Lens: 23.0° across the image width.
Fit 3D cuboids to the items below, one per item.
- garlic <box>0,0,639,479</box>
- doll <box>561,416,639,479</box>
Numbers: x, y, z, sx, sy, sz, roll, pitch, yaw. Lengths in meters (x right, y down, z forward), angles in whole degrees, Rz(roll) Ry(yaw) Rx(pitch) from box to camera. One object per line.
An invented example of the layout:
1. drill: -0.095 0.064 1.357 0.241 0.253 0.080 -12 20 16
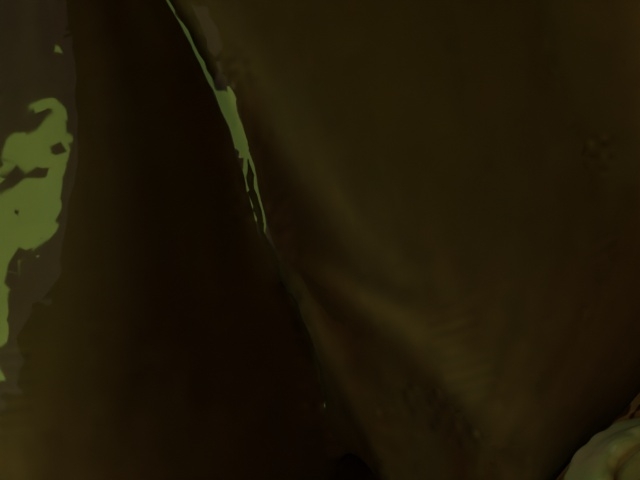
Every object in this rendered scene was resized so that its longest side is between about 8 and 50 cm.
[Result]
1. garlic: 0.000 0.000 0.439 0.231 0.246 0.340 -12 56 25
2. doll: 0.085 0.080 0.407 0.127 0.073 0.084 -50 15 19
